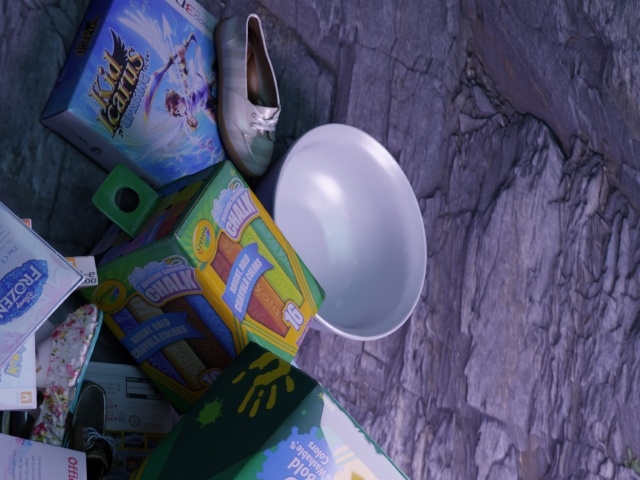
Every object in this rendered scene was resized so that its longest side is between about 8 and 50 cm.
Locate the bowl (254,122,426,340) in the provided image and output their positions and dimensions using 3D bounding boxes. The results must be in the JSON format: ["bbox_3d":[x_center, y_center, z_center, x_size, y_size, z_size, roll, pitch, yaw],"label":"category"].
[{"bbox_3d":[0.000,0.000,2.161,0.298,0.134,0.298,17,66,-42],"label":"bowl"}]

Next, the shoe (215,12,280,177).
[{"bbox_3d":[-0.093,-0.192,2.086,0.076,0.058,0.219,-2,81,-48],"label":"shoe"}]

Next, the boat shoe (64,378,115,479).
[{"bbox_3d":[-0.266,0.245,1.819,0.066,0.066,0.183,26,61,-41],"label":"boat shoe"}]

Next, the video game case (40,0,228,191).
[{"bbox_3d":[-0.209,-0.196,2.053,0.244,0.061,0.270,38,53,-32],"label":"video game case"}]

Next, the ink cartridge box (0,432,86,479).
[{"bbox_3d":[-0.342,0.286,1.656,0.176,0.127,0.128,17,33,-21],"label":"ink cartridge box"}]

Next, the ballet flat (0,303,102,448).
[{"bbox_3d":[-0.304,0.178,1.740,0.077,0.091,0.241,15,99,-16],"label":"ballet flat"}]

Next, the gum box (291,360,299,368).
[{"bbox_3d":[-0.078,0.217,2.083,0.184,0.041,0.157,55,46,-21],"label":"gum box"}]

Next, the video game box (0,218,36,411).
[{"bbox_3d":[-0.391,0.079,1.654,0.187,0.048,0.205,0,84,-30],"label":"video game box"}]

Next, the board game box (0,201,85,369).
[{"bbox_3d":[-0.455,0.049,1.563,0.318,0.066,0.319,43,75,-7],"label":"board game box"}]

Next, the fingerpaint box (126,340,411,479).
[{"bbox_3d":[-0.037,0.404,1.842,0.371,0.163,0.445,-47,123,-11],"label":"fingerpaint box"}]

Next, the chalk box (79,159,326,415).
[{"bbox_3d":[-0.160,0.032,1.929,0.289,0.179,0.180,54,35,-20],"label":"chalk box"}]

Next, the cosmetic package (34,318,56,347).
[{"bbox_3d":[-0.398,0.029,1.749,0.060,0.099,0.239,-46,116,-11],"label":"cosmetic package"}]

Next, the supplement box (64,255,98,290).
[{"bbox_3d":[-0.312,0.045,1.844,0.062,0.098,0.036,-4,81,-46],"label":"supplement box"}]

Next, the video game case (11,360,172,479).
[{"bbox_3d":[-0.266,0.247,1.889,0.227,0.026,0.206,11,71,-45],"label":"video game case"}]
